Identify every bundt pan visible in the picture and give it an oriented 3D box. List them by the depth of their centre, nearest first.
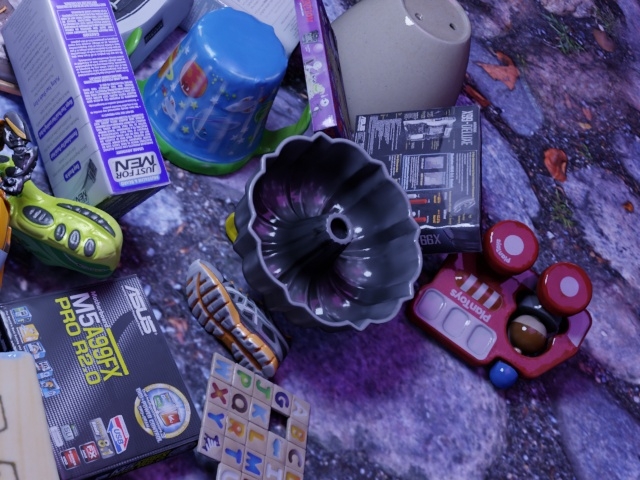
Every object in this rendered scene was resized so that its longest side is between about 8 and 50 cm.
[{"bbox_3d":[0.000,0.000,1.480,0.331,0.124,0.330,13,64,-29],"label":"bundt pan"}]

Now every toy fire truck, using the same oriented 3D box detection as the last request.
[{"bbox_3d":[0.333,0.128,1.677,0.302,0.169,0.254,37,71,-2],"label":"toy fire truck"}]

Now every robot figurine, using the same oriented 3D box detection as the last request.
[{"bbox_3d":[-0.492,-0.054,1.236,0.211,0.085,0.291,-2,75,12],"label":"robot figurine"}]

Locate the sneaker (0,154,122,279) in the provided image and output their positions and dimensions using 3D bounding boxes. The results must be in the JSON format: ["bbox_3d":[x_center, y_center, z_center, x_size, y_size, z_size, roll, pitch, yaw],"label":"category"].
[{"bbox_3d":[-0.421,-0.024,1.339,0.295,0.123,0.109,29,53,14],"label":"sneaker"}]

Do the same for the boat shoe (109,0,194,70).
[{"bbox_3d":[-0.354,-0.378,1.619,0.105,0.113,0.306,30,63,15],"label":"boat shoe"}]

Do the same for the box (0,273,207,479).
[{"bbox_3d":[-0.310,0.192,1.280,0.216,0.060,0.270,-12,65,-36],"label":"box"}]

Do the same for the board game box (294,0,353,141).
[{"bbox_3d":[0.009,-0.289,1.656,0.208,0.056,0.346,53,25,-60],"label":"board game box"}]

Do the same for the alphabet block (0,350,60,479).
[{"bbox_3d":[-0.423,0.261,1.048,0.193,0.192,0.197,-3,56,-33],"label":"alphabet block"}]

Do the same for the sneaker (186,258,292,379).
[{"bbox_3d":[-0.129,0.115,1.439,0.215,0.084,0.083,53,45,-1],"label":"sneaker"}]

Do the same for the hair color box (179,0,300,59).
[{"bbox_3d":[-0.199,-0.486,1.799,0.374,0.113,0.185,34,47,-7],"label":"hair color box"}]

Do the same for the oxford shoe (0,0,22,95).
[{"bbox_3d":[-0.559,-0.369,1.477,0.364,0.133,0.130,37,46,-4],"label":"oxford shoe"}]

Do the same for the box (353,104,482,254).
[{"bbox_3d":[0.175,-0.113,1.696,0.242,0.076,0.307,-4,50,13],"label":"box"}]

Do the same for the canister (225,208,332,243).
[{"bbox_3d":[-0.065,-0.025,1.579,0.170,0.073,0.126,-32,79,-40],"label":"canister"}]

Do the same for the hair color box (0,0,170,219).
[{"bbox_3d":[-0.360,-0.206,1.392,0.110,0.185,0.338,-14,84,-39],"label":"hair color box"}]

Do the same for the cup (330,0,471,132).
[{"bbox_3d":[0.173,-0.386,1.872,0.331,0.237,0.331,17,51,-22],"label":"cup"}]

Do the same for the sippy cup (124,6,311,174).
[{"bbox_3d":[-0.172,-0.268,1.583,0.305,0.224,0.240,-15,68,-39],"label":"sippy cup"}]

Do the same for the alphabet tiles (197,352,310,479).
[{"bbox_3d":[-0.095,0.303,1.325,0.198,0.009,0.237,35,43,-32],"label":"alphabet tiles"}]
